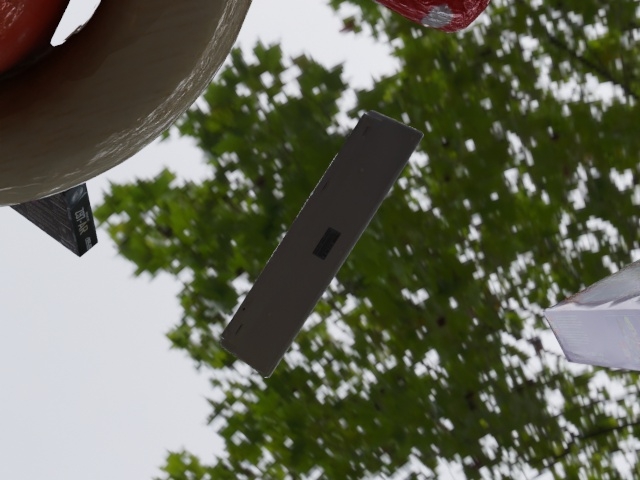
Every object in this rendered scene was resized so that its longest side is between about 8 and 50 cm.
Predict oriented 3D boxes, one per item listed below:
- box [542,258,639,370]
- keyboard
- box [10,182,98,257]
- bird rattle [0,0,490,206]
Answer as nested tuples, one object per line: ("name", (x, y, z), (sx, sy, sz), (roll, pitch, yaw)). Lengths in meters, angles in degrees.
("box", (0.310, 0.033, 1.071), (0.201, 0.293, 0.057), (-27, -90, -6))
("keyboard", (0.000, 0.000, 1.199), (0.072, 0.014, 0.256), (30, -94, 37))
("box", (-0.186, -0.034, 0.890), (0.083, 0.067, 0.018), (32, -122, 25))
("bird rattle", (-0.076, -0.102, 0.322), (0.207, 0.253, 0.143), (-55, -155, 24))
